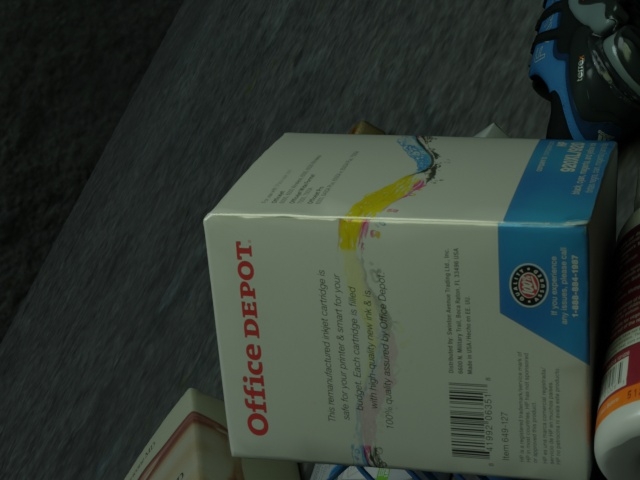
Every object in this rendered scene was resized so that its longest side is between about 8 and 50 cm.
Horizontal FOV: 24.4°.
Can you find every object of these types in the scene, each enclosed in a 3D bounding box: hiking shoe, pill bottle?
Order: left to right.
[{"bbox_3d":[0.219,-0.188,1.271,0.132,0.113,0.304,-48,23,30],"label":"hiking shoe"},{"bbox_3d":[0.236,0.045,0.899,0.121,0.121,0.221,-38,30,48],"label":"pill bottle"}]

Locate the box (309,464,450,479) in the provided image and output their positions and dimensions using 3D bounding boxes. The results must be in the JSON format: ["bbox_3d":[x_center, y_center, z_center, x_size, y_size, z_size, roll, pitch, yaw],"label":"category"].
[{"bbox_3d":[0.063,0.161,1.291,0.186,0.038,0.145,-26,39,57],"label":"box"}]

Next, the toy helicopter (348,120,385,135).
[{"bbox_3d":[0.000,0.000,1.594,0.235,0.140,0.355,-56,7,41],"label":"toy helicopter"}]

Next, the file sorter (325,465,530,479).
[{"bbox_3d":[0.083,0.160,1.046,0.118,0.104,0.170,-46,-4,36],"label":"file sorter"}]

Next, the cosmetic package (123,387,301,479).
[{"bbox_3d":[-0.100,0.289,1.379,0.153,0.129,0.296,-56,20,16],"label":"cosmetic package"}]

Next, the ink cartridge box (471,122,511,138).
[{"bbox_3d":[0.092,0.006,1.305,0.208,0.087,0.153,-34,16,50],"label":"ink cartridge box"}]

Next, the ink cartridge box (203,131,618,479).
[{"bbox_3d":[0.065,0.035,0.949,0.168,0.232,0.171,-53,-37,-63],"label":"ink cartridge box"}]
